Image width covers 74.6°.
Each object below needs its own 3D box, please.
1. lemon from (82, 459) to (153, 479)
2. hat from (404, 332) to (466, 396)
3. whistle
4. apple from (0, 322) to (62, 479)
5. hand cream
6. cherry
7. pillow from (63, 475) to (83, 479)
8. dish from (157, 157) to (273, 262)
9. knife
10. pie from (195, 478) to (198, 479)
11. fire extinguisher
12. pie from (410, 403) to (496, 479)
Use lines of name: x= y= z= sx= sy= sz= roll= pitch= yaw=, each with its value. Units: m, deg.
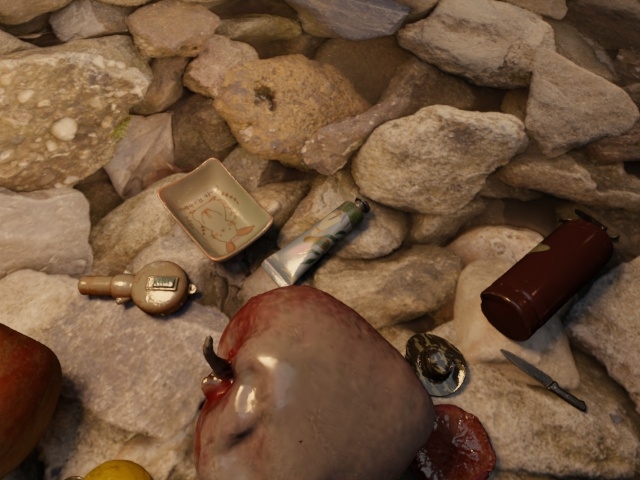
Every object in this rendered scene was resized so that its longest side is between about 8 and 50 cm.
lemon: x=-0.298 y=0.386 z=0.618 sx=0.109 sy=0.109 sz=0.133 roll=-36 pitch=58 yaw=-19
hat: x=0.208 y=0.218 z=0.761 sx=0.121 sy=0.050 sz=0.121 roll=0 pitch=61 yaw=0
whistle: x=-0.346 y=0.087 z=0.800 sx=0.219 sy=0.057 sz=0.107 roll=2 pitch=63 yaw=1
apple: x=-0.527 y=0.231 z=0.608 sx=0.256 sy=0.257 sz=0.234 roll=24 pitch=62 yaw=10
hand cream: x=0.000 y=0.000 z=0.869 sx=0.256 sy=0.055 sz=0.088 roll=-40 pitch=67 yaw=-13
cherry: x=-0.021 y=0.240 z=0.606 sx=0.335 sy=0.291 sz=0.326 roll=41 pitch=44 yaw=3
pillow: x=-0.380 y=0.473 z=0.611 sx=0.130 sy=0.033 sz=0.218 roll=-21 pitch=66 yaw=-12
dish: x=-0.213 y=-0.053 z=0.866 sx=0.151 sy=0.077 sz=0.212 roll=-38 pitch=70 yaw=-21
knife: x=0.409 y=0.254 z=0.774 sx=0.170 sy=0.010 sz=0.023 roll=35 pitch=67 yaw=16
pie: x=-0.150 y=0.449 z=0.605 sx=0.205 sy=0.084 sz=0.179 roll=19 pitch=73 yaw=2
fire extinguisher: x=0.460 y=0.047 z=0.828 sx=0.337 sy=0.114 sz=0.135 roll=-33 pitch=42 yaw=-18
pie: x=0.217 y=0.346 z=0.701 sx=0.153 sy=0.038 sz=0.154 roll=2 pitch=62 yaw=-4
